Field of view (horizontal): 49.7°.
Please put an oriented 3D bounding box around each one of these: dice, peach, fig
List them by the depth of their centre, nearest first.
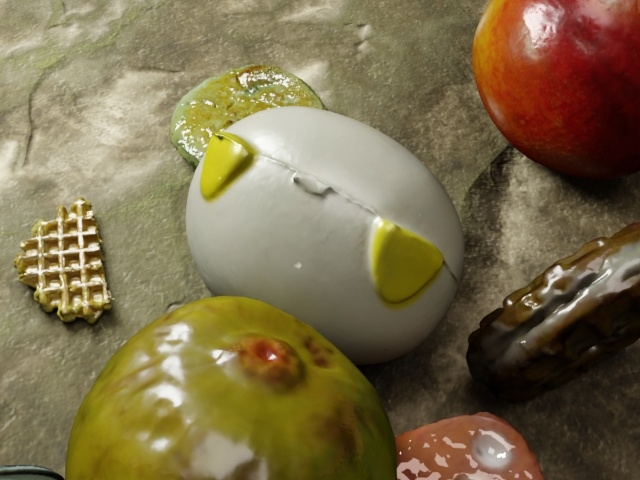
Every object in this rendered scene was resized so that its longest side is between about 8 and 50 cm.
[{"bbox_3d":[-0.091,0.244,0.708,0.343,0.343,0.343,3,54,-5],"label":"fig"},{"bbox_3d":[0.149,0.310,0.788,0.179,0.175,0.174,-8,56,-8],"label":"dice"},{"bbox_3d":[0.447,-0.281,1.142,0.388,0.388,0.388,3,54,-5],"label":"peach"}]

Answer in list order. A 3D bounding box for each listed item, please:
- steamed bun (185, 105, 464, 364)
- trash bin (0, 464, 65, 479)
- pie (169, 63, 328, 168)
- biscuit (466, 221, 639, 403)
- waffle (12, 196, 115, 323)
[{"bbox_3d":[0.003,-0.006,0.902,0.374,0.334,0.334,26,55,14],"label":"steamed bun"},{"bbox_3d":[-0.325,0.382,0.647,0.277,0.217,0.262,7,45,-45],"label":"trash bin"},{"bbox_3d":[-0.117,-0.195,1.186,0.277,0.078,0.277,1,57,-1],"label":"pie"},{"bbox_3d":[0.336,0.096,0.877,0.332,0.332,0.103,-20,64,-20],"label":"biscuit"},{"bbox_3d":[-0.353,0.031,1.004,0.192,0.046,0.160,37,59,18],"label":"waffle"}]
